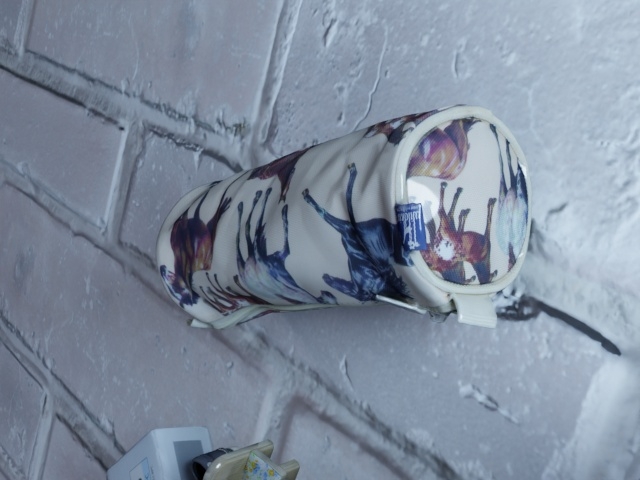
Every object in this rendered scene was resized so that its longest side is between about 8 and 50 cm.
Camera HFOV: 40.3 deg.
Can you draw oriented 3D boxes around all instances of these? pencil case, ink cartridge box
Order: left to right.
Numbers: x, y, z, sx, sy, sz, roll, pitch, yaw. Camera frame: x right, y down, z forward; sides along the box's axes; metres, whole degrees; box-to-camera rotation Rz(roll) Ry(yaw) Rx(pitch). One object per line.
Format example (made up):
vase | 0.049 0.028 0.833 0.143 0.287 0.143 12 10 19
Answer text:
ink cartridge box | -0.239 0.461 1.135 0.385 0.091 0.308 -43 54 37
pencil case | 0.000 0.000 0.850 0.410 0.159 0.184 -11 62 49

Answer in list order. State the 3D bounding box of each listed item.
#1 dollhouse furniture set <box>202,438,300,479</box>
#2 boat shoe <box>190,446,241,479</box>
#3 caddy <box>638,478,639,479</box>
dollhouse furniture set | -0.060 0.355 0.835 0.212 0.161 0.242 30 109 32
boat shoe | -0.101 0.338 1.001 0.075 0.065 0.206 -44 54 37
caddy | 0.279 0.231 0.422 0.341 0.241 0.179 59 134 36
